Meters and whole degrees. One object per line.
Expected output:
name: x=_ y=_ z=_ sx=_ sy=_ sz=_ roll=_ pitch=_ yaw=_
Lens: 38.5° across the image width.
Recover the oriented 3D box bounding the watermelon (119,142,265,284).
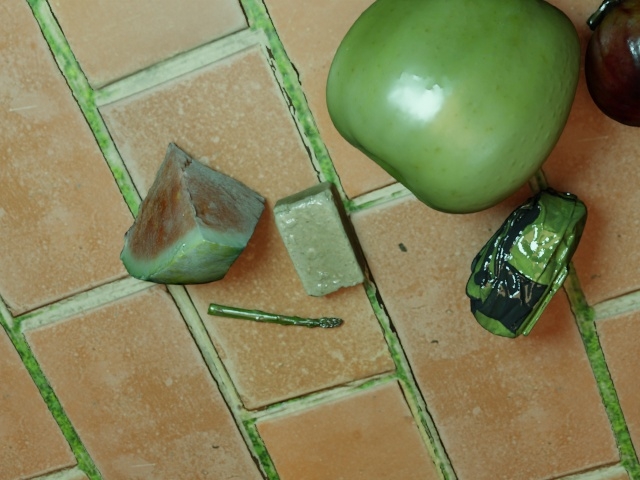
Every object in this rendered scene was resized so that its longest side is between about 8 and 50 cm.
watermelon: x=-0.225 y=-0.023 z=1.538 sx=0.193 sy=0.231 sz=0.310 roll=31 pitch=155 yaw=-10

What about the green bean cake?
green bean cake: x=0.000 y=0.000 z=1.571 sx=0.109 sy=0.085 sz=0.179 roll=-18 pitch=110 yaw=12

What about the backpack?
backpack: x=0.335 y=0.028 z=1.498 sx=0.140 sy=0.207 sz=0.253 roll=30 pitch=104 yaw=7

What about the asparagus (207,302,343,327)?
asparagus: x=-0.083 y=0.140 z=1.665 sx=0.249 sy=0.025 sz=0.024 roll=7 pitch=69 yaw=2

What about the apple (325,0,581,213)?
apple: x=0.194 y=-0.221 z=1.342 sx=0.358 sy=0.357 sz=0.357 roll=2 pitch=111 yaw=4

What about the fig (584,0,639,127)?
fig: x=0.504 y=-0.280 z=1.354 sx=0.235 sy=0.235 sz=0.214 roll=4 pitch=80 yaw=3
